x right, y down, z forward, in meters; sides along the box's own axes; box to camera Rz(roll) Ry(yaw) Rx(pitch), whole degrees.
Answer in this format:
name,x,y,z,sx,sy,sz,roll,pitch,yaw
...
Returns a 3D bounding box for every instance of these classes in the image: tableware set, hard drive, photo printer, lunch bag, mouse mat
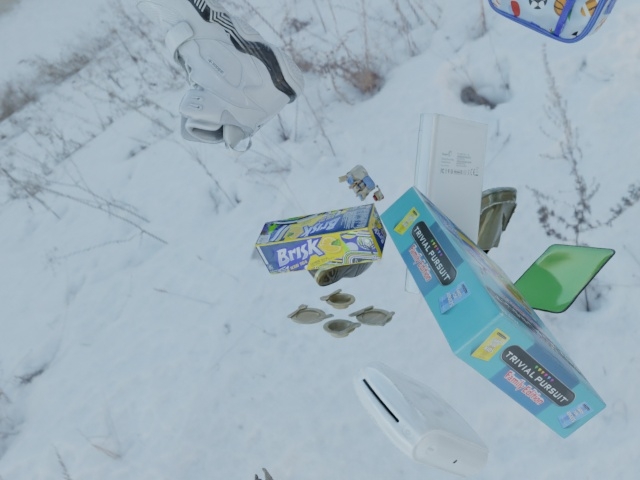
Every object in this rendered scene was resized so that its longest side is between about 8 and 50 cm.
name,x,y,z,sx,sy,sz,roll,pitch,yaw
tableware set,0.036,0.129,1.129,0.141,0.020,0.168,-20,26,-40
hard drive,0.233,-0.065,1.170,0.040,0.203,0.308,10,99,40
photo printer,0.221,0.404,1.465,0.107,0.307,0.256,-52,42,6
lunch bag,0.449,-0.522,1.137,0.243,0.304,0.115,38,44,26
mouse mat,0.450,0.069,1.224,0.189,0.007,0.152,-42,23,-21

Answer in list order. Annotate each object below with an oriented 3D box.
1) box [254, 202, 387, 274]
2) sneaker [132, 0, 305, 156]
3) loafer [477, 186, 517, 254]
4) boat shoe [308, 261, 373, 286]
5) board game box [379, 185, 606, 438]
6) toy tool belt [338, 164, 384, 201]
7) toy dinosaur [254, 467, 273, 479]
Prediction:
name,x,y,z,sx,sy,sz,roll,pitch,yaw
box,0.000,0.000,0.873,0.168,0.059,0.054,-8,37,25
sneaker,-0.226,-0.313,1.150,0.365,0.137,0.210,34,74,-3
loafer,0.363,-0.023,1.379,0.094,0.251,0.088,-5,58,-9
boat shoe,0.039,0.039,1.151,0.152,0.056,0.049,-12,47,-47
board game box,0.237,0.090,0.934,0.079,0.253,0.336,-44,30,14
toy tool belt,0.075,-0.097,1.200,0.051,0.052,0.083,-35,80,-6
toy dinosaur,-0.039,0.585,1.419,0.200,0.295,0.127,4,85,-23
